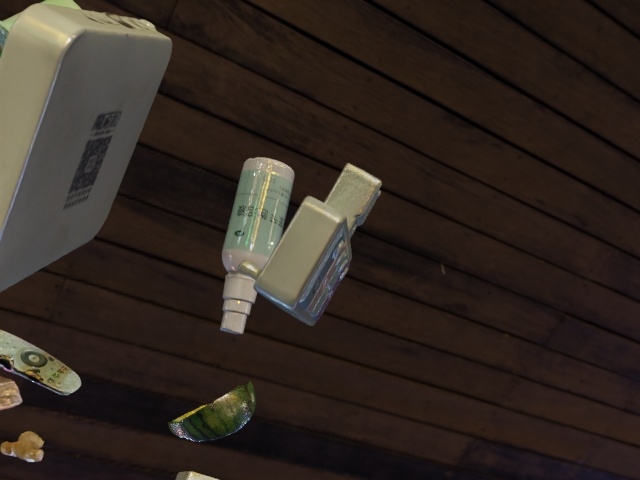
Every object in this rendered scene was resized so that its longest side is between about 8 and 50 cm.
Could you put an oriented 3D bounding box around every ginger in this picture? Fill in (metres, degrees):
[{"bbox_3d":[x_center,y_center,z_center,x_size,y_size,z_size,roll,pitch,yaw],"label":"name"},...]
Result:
[{"bbox_3d":[-0.457,0.325,1.073,0.097,0.048,0.030,0,114,33],"label":"ginger"}]

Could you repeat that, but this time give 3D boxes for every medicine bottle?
[{"bbox_3d":[-0.139,0.012,1.383,0.110,0.110,0.351,18,74,-21],"label":"medicine bottle"}]

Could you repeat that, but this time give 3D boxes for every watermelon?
[{"bbox_3d":[-0.191,0.341,1.332,0.181,0.092,0.075,-24,84,-27],"label":"watermelon"}]

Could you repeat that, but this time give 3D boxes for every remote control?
[{"bbox_3d":[-0.636,0.263,1.480,0.256,0.097,0.045,28,110,3],"label":"remote control"}]

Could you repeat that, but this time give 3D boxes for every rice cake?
[{"bbox_3d":[-0.640,0.282,1.274,0.106,0.298,0.050,-17,95,-34],"label":"rice cake"}]

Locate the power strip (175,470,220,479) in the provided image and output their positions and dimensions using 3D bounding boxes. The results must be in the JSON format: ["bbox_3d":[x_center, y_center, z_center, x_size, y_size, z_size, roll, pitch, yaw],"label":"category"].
[{"bbox_3d":[-0.212,0.523,1.441,0.192,0.035,0.081,25,150,-22],"label":"power strip"}]

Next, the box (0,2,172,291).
[{"bbox_3d":[-0.353,-0.136,0.954,0.090,0.367,0.373,25,106,-1],"label":"box"}]

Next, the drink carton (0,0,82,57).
[{"bbox_3d":[-0.463,-0.331,1.157,0.142,0.144,0.146,-41,170,-32],"label":"drink carton"}]

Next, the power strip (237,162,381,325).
[{"bbox_3d":[0.000,0.000,0.630,0.061,0.215,0.145,30,82,8],"label":"power strip"}]
